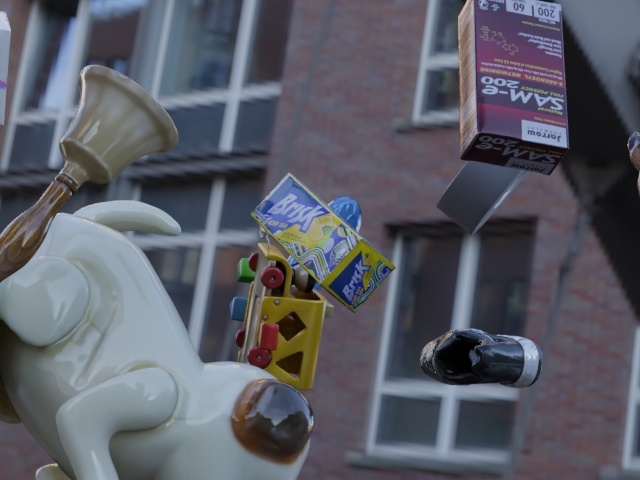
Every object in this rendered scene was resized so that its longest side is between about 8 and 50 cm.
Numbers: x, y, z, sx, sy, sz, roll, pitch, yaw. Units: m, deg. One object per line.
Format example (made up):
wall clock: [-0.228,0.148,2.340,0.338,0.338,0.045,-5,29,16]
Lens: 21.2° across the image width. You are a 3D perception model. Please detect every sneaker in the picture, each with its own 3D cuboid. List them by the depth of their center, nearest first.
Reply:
sneaker: [0.180,0.149,2.226,0.106,0.078,0.234,9,-6,-29]
sneaker: [-0.008,0.028,2.401,0.069,0.209,0.082,36,-5,1]

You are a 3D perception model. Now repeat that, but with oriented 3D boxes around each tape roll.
tape roll: [0.272,-0.113,2.593,0.072,0.219,0.219,41,-12,6]

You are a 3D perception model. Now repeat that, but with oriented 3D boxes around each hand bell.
hand bell: [-0.264,-0.049,1.744,0.126,0.242,0.126,30,-23,14]

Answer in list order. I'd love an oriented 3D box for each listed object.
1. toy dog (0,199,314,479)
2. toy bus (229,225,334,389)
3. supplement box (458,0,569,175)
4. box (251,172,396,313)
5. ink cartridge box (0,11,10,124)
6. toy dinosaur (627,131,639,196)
toy dog: [-0.208,0.181,1.949,0.408,0.395,0.284,35,-44,5]
toy bus: [-0.039,0.085,2.107,0.104,0.191,0.202,8,-35,-15]
supplement box: [0.254,-0.212,2.276,0.130,0.239,0.073,9,-31,-13]
box: [0.000,0.000,1.603,0.054,0.059,0.169,42,1,-33]
ink cartridge box: [-0.440,-0.210,2.145,0.090,0.143,0.092,2,22,-15]
toy dinosaur: [0.392,-0.047,1.329,0.127,0.200,0.296,58,-12,-21]
